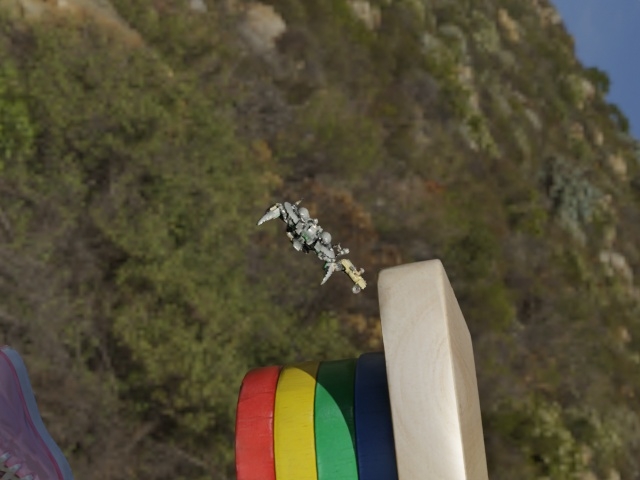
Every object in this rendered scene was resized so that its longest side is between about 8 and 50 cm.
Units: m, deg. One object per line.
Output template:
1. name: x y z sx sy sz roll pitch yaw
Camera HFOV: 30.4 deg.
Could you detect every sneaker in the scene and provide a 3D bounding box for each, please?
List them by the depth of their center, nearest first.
1. sneaker: -0.216 0.142 0.789 0.070 0.051 0.134 -23 93 -55

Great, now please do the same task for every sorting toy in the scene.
1. sorting toy: 0.031 0.158 0.512 0.257 0.089 0.256 48 36 -75

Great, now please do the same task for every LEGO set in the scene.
1. LEGO set: 0.000 -0.001 0.615 0.054 0.023 0.083 54 16 21
